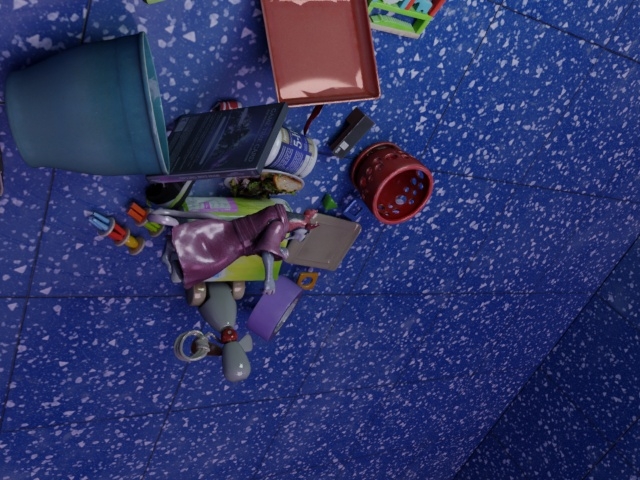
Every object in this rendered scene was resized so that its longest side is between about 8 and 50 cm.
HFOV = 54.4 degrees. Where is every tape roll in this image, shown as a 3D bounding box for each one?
[{"bbox_3d":[-0.132,0.198,1.827,0.189,0.080,0.189,-56,173,-10],"label":"tape roll"}]

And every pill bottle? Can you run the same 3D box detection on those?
[{"bbox_3d":[-0.110,-0.225,1.512,0.187,0.112,0.112,14,118,-42],"label":"pill bottle"}]

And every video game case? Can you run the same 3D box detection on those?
[{"bbox_3d":[-0.216,-0.203,1.298,0.274,0.196,0.026,-1,141,26],"label":"video game case"}]

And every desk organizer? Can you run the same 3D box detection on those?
[{"bbox_3d":[0.075,-0.281,1.632,0.130,0.050,0.047,-47,137,11],"label":"desk organizer"}]

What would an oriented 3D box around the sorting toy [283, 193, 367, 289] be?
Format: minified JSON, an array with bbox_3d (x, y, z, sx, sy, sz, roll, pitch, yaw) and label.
[{"bbox_3d":[0.000,0.000,1.840,0.196,0.047,0.347,14,118,-37],"label":"sorting toy"}]

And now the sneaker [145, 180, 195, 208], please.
[{"bbox_3d":[-0.336,-0.167,1.434,0.097,0.084,0.234,10,121,-38],"label":"sneaker"}]

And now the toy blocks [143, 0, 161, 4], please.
[{"bbox_3d":[-0.174,-0.608,1.104,0.382,0.191,0.260,-22,125,-15],"label":"toy blocks"}]

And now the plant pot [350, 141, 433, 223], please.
[{"bbox_3d":[0.186,-0.168,1.715,0.191,0.174,0.191,-19,136,-20],"label":"plant pot"}]

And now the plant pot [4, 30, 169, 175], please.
[{"bbox_3d":[-0.438,-0.244,1.182,0.255,0.271,0.271,-8,132,-9],"label":"plant pot"}]

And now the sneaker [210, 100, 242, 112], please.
[{"bbox_3d":[-0.226,-0.269,1.447,0.067,0.042,0.118,-4,121,-36],"label":"sneaker"}]

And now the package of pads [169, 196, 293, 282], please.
[{"bbox_3d":[-0.232,-0.005,1.621,0.297,0.101,0.229,0,127,-26],"label":"package of pads"}]

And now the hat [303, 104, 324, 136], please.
[{"bbox_3d":[-0.001,-0.396,1.500,0.173,0.183,0.208,41,73,-20],"label":"hat"}]

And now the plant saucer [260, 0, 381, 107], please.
[{"bbox_3d":[-0.004,-0.426,1.370,0.259,0.048,0.259,-12,94,-26],"label":"plant saucer"}]

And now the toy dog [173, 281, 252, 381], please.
[{"bbox_3d":[-0.282,0.239,1.701,0.220,0.333,0.161,15,139,-13],"label":"toy dog"}]

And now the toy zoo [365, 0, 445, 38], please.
[{"bbox_3d":[0.226,-0.590,1.399,0.192,0.030,0.293,0,147,-34],"label":"toy zoo"}]

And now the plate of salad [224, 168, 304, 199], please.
[{"bbox_3d":[-0.139,-0.132,1.546,0.200,0.048,0.200,0,168,0],"label":"plate of salad"}]

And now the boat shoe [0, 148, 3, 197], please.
[{"bbox_3d":[-0.675,-0.192,1.195,0.112,0.095,0.335,14,121,0],"label":"boat shoe"}]

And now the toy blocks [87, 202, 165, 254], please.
[{"bbox_3d":[-0.463,-0.042,1.482,0.123,0.054,0.148,-41,138,6],"label":"toy blocks"}]

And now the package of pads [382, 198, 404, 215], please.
[{"bbox_3d":[0.216,-0.092,1.910,0.050,0.032,0.083,5,124,-33],"label":"package of pads"}]

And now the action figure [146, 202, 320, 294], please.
[{"bbox_3d":[-0.183,-0.018,1.472,0.370,0.248,0.275,-23,106,-5],"label":"action figure"}]
